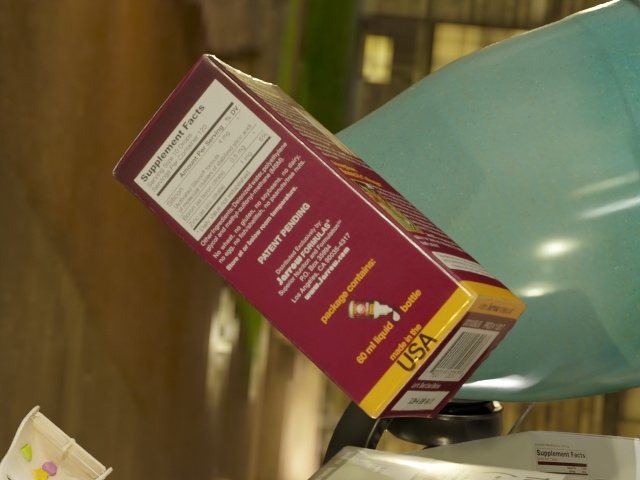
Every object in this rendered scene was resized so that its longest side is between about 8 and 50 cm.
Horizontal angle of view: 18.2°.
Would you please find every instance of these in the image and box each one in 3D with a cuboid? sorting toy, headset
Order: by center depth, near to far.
[{"bbox_3d":[-0.227,0.189,1.632,0.045,0.083,0.075,-53,174,31],"label":"sorting toy"},{"bbox_3d":[0.119,0.214,2.085,0.394,0.185,0.243,-31,120,-41],"label":"headset"}]

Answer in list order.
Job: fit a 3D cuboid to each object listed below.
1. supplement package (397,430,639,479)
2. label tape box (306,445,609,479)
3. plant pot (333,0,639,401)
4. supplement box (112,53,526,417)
[{"bbox_3d":[0.145,0.265,1.571,0.149,0.194,0.203,9,72,-45],"label":"supplement package"},{"bbox_3d":[0.136,0.221,1.215,0.240,0.334,0.106,-27,122,-71],"label":"label tape box"},{"bbox_3d":[0.125,-0.005,1.356,0.271,0.255,0.271,164,-90,-86],"label":"plant pot"},{"bbox_3d":[0.000,0.000,1.006,0.081,0.188,0.104,-51,162,9],"label":"supplement box"}]
